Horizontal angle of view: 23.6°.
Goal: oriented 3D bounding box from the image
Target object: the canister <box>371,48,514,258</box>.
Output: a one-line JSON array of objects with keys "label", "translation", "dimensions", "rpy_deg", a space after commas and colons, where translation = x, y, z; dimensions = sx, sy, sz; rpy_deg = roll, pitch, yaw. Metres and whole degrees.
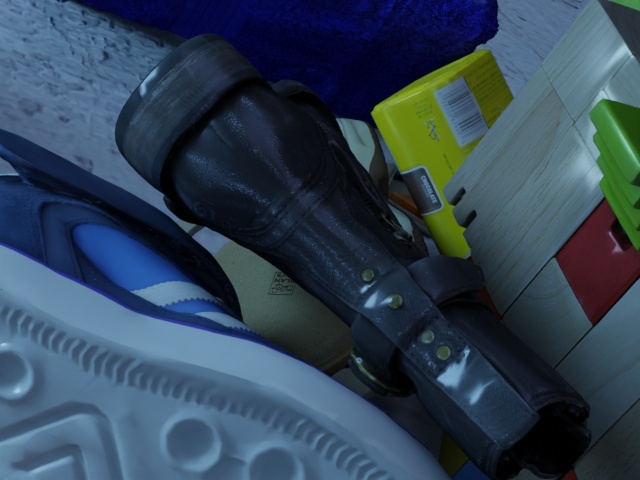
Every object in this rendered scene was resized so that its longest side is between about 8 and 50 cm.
[{"label": "canister", "translation": [0.109, -0.031, 1.000], "dimensions": [0.170, 0.073, 0.126], "rpy_deg": [64, 28, -6]}]

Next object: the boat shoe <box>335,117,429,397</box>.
[{"label": "boat shoe", "translation": [-0.002, 0.007, 0.923], "dimensions": [0.095, 0.095, 0.257], "rpy_deg": [5, 27, -13]}]

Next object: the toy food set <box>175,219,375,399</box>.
[{"label": "toy food set", "translation": [-0.017, 0.037, 0.826], "dimensions": [0.192, 0.132, 0.038], "rpy_deg": [49, -9, 45]}]

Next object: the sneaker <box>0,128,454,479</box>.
[{"label": "sneaker", "translation": [-0.044, 0.070, 0.692], "dimensions": [0.323, 0.130, 0.236], "rpy_deg": [29, 15, 3]}]

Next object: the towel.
[{"label": "towel", "translation": [-0.047, -0.176, 1.092], "dimensions": [0.308, 0.076, 0.227], "rpy_deg": [21, -13, -10]}]

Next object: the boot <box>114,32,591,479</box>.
[{"label": "boot", "translation": [0.027, 0.024, 0.694], "dimensions": [0.229, 0.091, 0.263], "rpy_deg": [43, 6, 13]}]

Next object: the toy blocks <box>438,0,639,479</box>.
[{"label": "toy blocks", "translation": [0.154, 0.073, 0.782], "dimensions": [0.191, 0.261, 0.381], "rpy_deg": [12, 39, -33]}]

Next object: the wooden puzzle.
[{"label": "wooden puzzle", "translation": [0.072, -0.029, 1.115], "dimensions": [0.079, 0.014, 0.116], "rpy_deg": [26, 28, -5]}]
